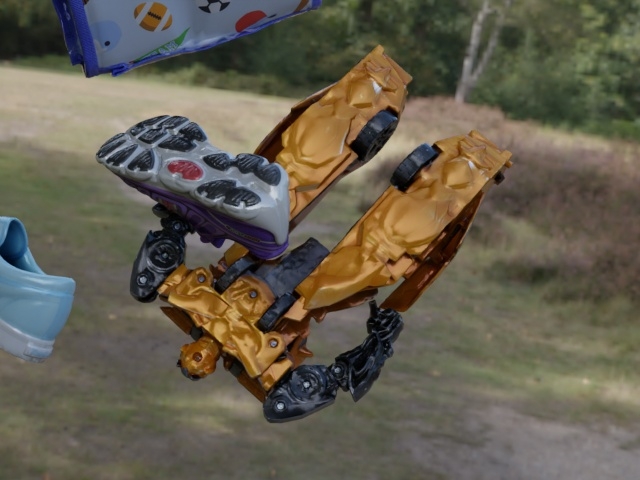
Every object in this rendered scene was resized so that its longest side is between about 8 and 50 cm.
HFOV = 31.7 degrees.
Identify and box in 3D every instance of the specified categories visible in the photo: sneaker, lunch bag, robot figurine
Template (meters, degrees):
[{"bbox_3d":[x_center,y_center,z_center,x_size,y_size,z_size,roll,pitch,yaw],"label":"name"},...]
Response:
[{"bbox_3d":[-0.483,0.016,1.577,0.366,0.150,0.135,33,1,16],"label":"sneaker"},{"bbox_3d":[-0.089,-0.031,0.769,0.170,0.071,0.068,29,52,36],"label":"sneaker"},{"bbox_3d":[-0.191,-0.416,1.348,0.328,0.385,0.239,-21,20,-13],"label":"lunch bag"},{"bbox_3d":[0.000,0.000,0.858,0.211,0.291,0.085,42,-14,11],"label":"robot figurine"}]
